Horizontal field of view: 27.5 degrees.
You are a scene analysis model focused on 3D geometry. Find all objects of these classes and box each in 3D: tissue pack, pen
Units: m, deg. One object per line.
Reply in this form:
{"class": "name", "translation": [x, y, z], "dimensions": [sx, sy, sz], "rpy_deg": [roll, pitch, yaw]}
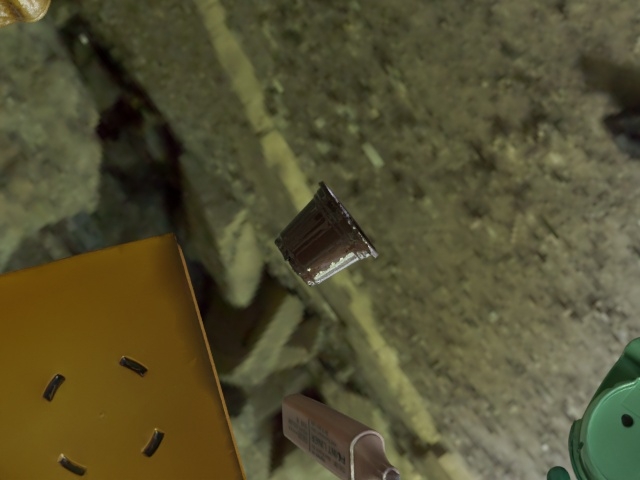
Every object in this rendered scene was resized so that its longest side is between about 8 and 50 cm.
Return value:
{"class": "tissue pack", "translation": [-0.177, 0.162, 1.076], "dimensions": [0.145, 0.194, 0.274], "rpy_deg": [106, 149, -67]}
{"class": "pen", "translation": [0.017, 0.171, 1.086], "dimensions": [0.197, 0.032, 0.053], "rpy_deg": [15, 109, 63]}

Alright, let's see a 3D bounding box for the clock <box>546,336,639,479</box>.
{"class": "clock", "translation": [0.310, 0.197, 1.233], "dimensions": [0.148, 0.188, 0.060], "rpy_deg": [34, 164, 21]}

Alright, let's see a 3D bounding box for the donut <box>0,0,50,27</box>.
{"class": "donut", "translation": [-0.355, -0.312, 1.303], "dimensions": [0.226, 0.114, 0.226], "rpy_deg": [157, 90, -89]}

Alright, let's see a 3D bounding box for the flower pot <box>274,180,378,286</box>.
{"class": "flower pot", "translation": [0.000, 0.000, 1.506], "dimensions": [0.111, 0.089, 0.111], "rpy_deg": [53, -176, -6]}
